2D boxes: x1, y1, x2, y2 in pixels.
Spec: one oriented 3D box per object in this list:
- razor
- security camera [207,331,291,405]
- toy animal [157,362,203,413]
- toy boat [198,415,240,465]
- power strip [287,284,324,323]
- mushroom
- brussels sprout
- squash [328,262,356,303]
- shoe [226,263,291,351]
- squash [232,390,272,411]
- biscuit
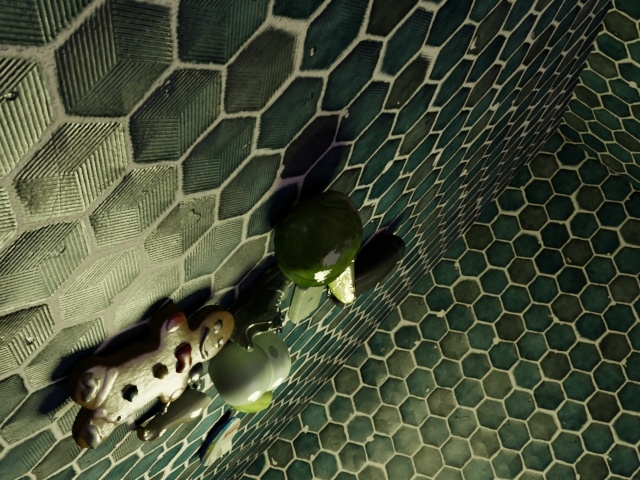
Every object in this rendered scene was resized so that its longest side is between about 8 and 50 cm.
[{"bbox_3d":[0.177,0.114,2.225,0.349,0.113,0.204,-33,160,-37],"label":"razor"},{"bbox_3d":[-0.219,0.380,1.744,0.194,0.194,0.236,-56,164,23],"label":"security camera"},{"bbox_3d":[-0.403,0.371,1.495,0.269,0.082,0.137,-22,146,-46],"label":"toy animal"},{"bbox_3d":[-0.391,0.794,2.376,0.129,0.088,0.295,-24,151,-51],"label":"toy boat"},{"bbox_3d":[-0.043,0.183,1.972,0.118,0.046,0.270,-34,159,-29],"label":"power strip"},{"bbox_3d":[-0.422,0.509,1.714,0.225,0.093,0.116,-38,-179,-41],"label":"mushroom"},{"bbox_3d":[0.000,0.000,1.454,0.244,0.244,0.244,-42,161,-18],"label":"brussels sprout"},{"bbox_3d":[0.060,0.101,1.938,0.252,0.093,0.169,62,27,-72],"label":"squash"},{"bbox_3d":[-0.134,0.181,1.600,0.293,0.149,0.109,-42,160,-14],"label":"shoe"},{"bbox_3d":[-0.269,0.571,2.152,0.118,0.118,0.370,-48,162,0],"label":"squash"},{"bbox_3d":[-0.353,0.278,1.329,0.432,0.064,0.283,-26,137,-42],"label":"biscuit"}]
